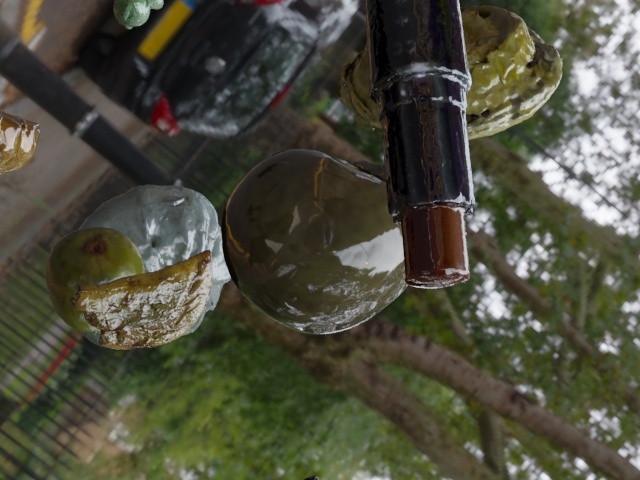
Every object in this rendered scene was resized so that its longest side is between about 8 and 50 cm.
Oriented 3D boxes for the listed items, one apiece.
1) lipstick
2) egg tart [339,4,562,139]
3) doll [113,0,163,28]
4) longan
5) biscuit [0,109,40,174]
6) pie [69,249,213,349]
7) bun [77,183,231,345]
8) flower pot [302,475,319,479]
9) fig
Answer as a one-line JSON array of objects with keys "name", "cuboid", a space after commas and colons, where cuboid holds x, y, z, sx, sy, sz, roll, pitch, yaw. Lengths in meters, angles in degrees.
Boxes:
[{"name": "lipstick", "cuboid": [0.078, -0.108, 0.810, 0.081, 0.081, 0.300, 141, -53, -62]}, {"name": "egg tart", "cuboid": [0.157, -0.222, 1.292, 0.279, 0.278, 0.095, -57, 147, -43]}, {"name": "doll", "cuboid": [-0.295, -0.427, 1.767, 0.150, 0.077, 0.115, -46, 177, -5]}, {"name": "longan", "cuboid": [0.000, 0.000, 1.655, 0.319, 0.319, 0.319, -50, -173, 8]}, {"name": "biscuit", "cuboid": [-0.473, -0.132, 1.133, 0.326, 0.325, 0.107, -112, -141, -82]}, {"name": "pie", "cuboid": [-0.187, 0.070, 1.134, 0.169, 0.092, 0.034, -12, -178, -30]}, {"name": "bun", "cuboid": [-0.315, 0.067, 1.953, 0.354, 0.194, 0.355, -29, 138, -30]}, {"name": "flower pot", "cuboid": [-0.076, 0.540, 1.459, 0.251, 0.380, 0.379, -13, -177, -6]}, {"name": "fig", "cuboid": [-0.321, 0.065, 1.479, 0.147, 0.142, 0.186, -15, 158, -36]}]
